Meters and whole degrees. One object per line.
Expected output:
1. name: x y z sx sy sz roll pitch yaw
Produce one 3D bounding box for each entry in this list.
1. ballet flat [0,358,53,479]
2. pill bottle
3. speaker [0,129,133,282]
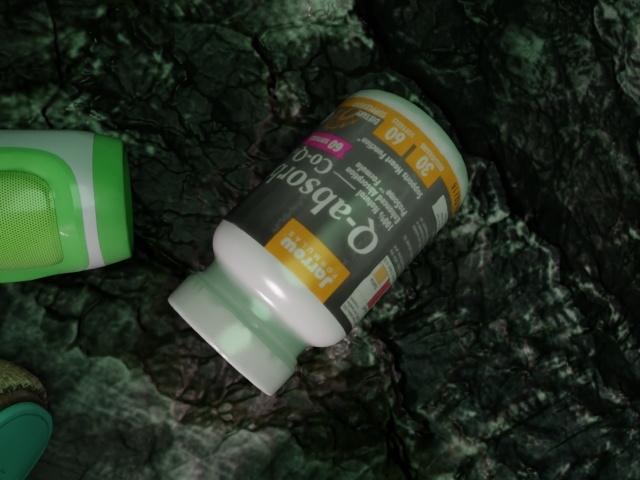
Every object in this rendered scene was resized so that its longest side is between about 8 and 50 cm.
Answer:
1. ballet flat: -0.392 0.285 0.349 0.182 0.164 0.482 17 56 12
2. pill bottle: 0.000 0.000 0.512 0.162 0.162 0.278 45 77 -10
3. speaker: -0.317 -0.028 0.439 0.297 0.131 0.131 -4 89 -17
